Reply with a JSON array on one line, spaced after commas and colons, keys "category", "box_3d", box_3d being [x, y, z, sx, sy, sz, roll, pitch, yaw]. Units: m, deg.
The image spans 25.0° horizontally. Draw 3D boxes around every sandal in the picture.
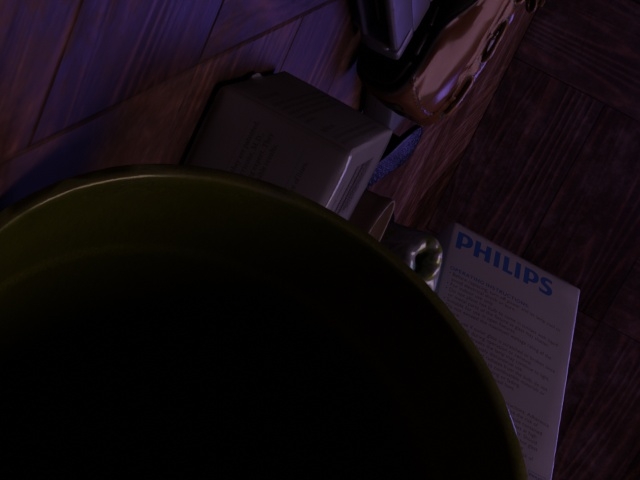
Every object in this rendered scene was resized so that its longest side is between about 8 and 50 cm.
[{"category": "sandal", "box_3d": [0.086, -0.122, 2.074, 0.179, 0.040, 0.067, -38, 154, -34]}]

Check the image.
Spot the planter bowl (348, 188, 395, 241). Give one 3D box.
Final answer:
[{"category": "planter bowl", "box_3d": [0.000, 0.000, 1.650, 0.162, 0.109, 0.162, -59, 173, -12]}]

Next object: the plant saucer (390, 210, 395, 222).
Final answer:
[{"category": "plant saucer", "box_3d": [0.058, 0.025, 2.205, 0.195, 0.037, 0.195, -166, -90, -72]}]

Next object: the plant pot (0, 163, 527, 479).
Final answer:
[{"category": "plant pot", "box_3d": [-0.114, 0.201, 0.913, 0.366, 0.366, 0.353, -54, -179, -43]}]

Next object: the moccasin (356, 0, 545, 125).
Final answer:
[{"category": "moccasin", "box_3d": [0.194, -0.298, 1.599, 0.147, 0.139, 0.380, 26, 93, -49]}]

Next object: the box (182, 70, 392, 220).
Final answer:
[{"category": "box", "box_3d": [-0.044, -0.034, 1.206, 0.182, 0.119, 0.181, -63, 172, 15]}]

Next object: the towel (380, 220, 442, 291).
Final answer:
[{"category": "towel", "box_3d": [0.022, 0.143, 1.966, 0.374, 0.090, 0.320, -61, -163, -1]}]

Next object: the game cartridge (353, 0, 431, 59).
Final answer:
[{"category": "game cartridge", "box_3d": [0.100, -0.321, 1.360, 0.230, 0.068, 0.355, -64, 172, -5]}]

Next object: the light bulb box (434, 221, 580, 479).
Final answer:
[{"category": "light bulb box", "box_3d": [0.148, 0.232, 1.987, 0.358, 0.225, 0.361, -44, -157, 49]}]

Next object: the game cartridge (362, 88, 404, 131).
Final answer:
[{"category": "game cartridge", "box_3d": [0.150, -0.272, 1.786, 0.294, 0.060, 0.196, -53, 167, -17]}]
